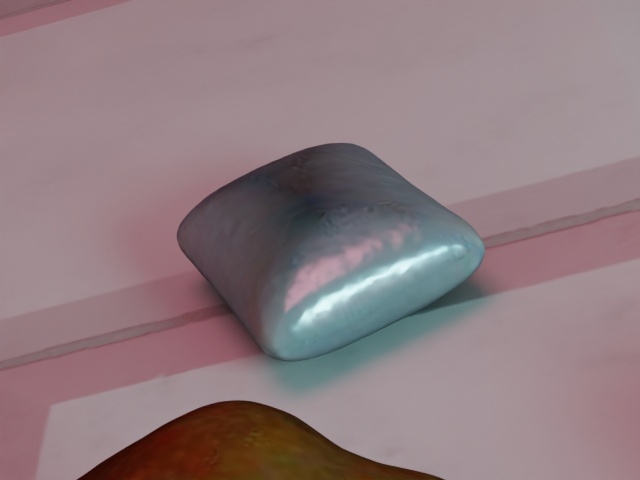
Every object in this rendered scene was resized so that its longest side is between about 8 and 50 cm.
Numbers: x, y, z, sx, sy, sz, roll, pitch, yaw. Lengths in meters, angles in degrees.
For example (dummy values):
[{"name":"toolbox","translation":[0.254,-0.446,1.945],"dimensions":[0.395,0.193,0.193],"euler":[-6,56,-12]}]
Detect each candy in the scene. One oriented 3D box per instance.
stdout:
[{"name":"candy","translation":[0.000,0.000,0.896],"dimensions":[0.138,0.071,0.174],"euler":[-25,29,-13]}]

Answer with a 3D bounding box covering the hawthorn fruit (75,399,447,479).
[{"name":"hawthorn fruit","translation":[-0.034,0.182,0.485],"dimensions":[0.208,0.208,0.248],"euler":[-3,41,25]}]
